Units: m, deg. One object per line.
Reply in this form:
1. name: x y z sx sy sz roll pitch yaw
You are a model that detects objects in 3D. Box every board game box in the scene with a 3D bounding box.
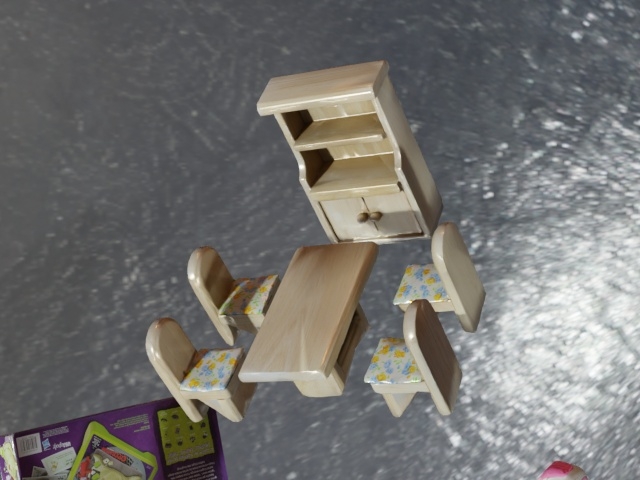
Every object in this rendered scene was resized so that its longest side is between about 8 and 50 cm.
1. board game box: -0.268 0.332 1.734 0.056 0.346 0.208 -18 82 42

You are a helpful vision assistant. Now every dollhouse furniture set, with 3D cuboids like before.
1. dollhouse furniture set: 0.000 0.000 1.595 0.362 0.394 0.256 -5 130 29

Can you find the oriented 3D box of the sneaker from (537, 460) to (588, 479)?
1. sneaker: 0.245 0.311 1.124 0.111 0.103 0.252 -1 111 36
